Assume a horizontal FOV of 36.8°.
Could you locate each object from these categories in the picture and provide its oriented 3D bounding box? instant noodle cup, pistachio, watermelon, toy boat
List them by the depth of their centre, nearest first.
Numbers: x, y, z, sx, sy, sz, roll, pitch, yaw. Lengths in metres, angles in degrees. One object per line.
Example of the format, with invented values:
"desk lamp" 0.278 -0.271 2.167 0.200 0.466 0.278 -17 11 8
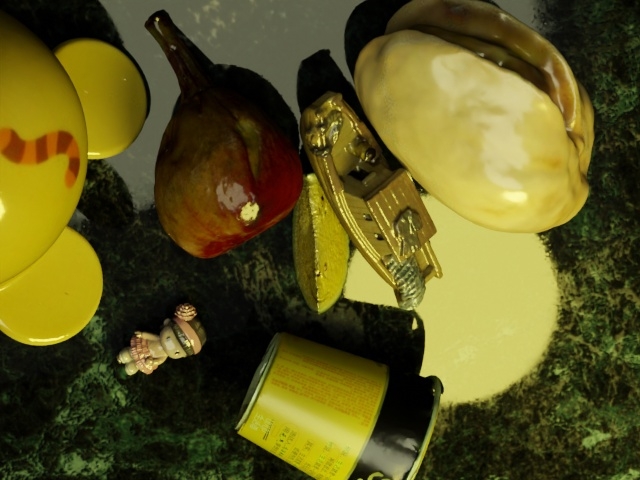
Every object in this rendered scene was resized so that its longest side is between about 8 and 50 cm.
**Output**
"pistachio" 0.191 -0.143 1.138 0.321 0.229 0.238 44 136 -9
"toy boat" 0.069 -0.046 1.185 0.089 0.121 0.321 -40 125 -14
"watermelon" 0.009 -0.001 1.256 0.075 0.092 0.181 -6 96 -17
"instant noodle cup" 0.018 0.238 1.305 0.236 0.215 0.215 24 109 -3

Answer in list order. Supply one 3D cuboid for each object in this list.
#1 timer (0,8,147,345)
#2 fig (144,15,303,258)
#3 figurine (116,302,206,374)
"timer" -0.397 -0.089 1.084 0.387 0.376 0.376 17 113 -36
"fig" -0.138 -0.121 1.149 0.191 0.190 0.290 -23 113 7
"figurine" -0.217 0.136 1.324 0.129 0.054 0.072 -24 97 15
